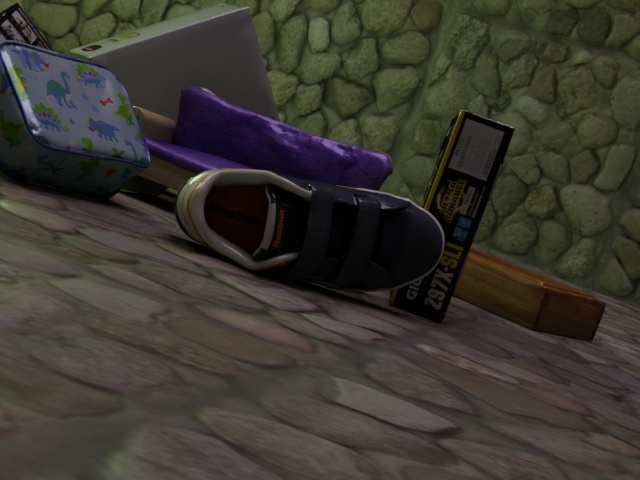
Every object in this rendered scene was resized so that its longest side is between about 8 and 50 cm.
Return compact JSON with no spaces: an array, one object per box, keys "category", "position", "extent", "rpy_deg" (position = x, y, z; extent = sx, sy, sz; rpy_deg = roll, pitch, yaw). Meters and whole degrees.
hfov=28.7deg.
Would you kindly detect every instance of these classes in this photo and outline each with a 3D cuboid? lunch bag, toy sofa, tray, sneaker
[{"category":"lunch bag","position":[-0.319,-0.149,1.533],"extent":[0.219,0.090,0.176],"rpy_deg":[7,53,-56]},{"category":"toy sofa","position":[-0.091,-0.094,1.743],"extent":[0.362,0.177,0.150],"rpy_deg":[22,5,16]},{"category":"tray","position":[0.238,0.050,2.045],"extent":[0.411,0.076,0.203],"rpy_deg":[22,5,39]},{"category":"sneaker","position":[-0.009,-0.008,1.427],"extent":[0.321,0.126,0.127],"rpy_deg":[8,2,-6]}]

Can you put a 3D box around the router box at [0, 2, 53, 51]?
[{"category":"router box","position":[-0.381,-0.211,1.648],"extent":[0.179,0.046,0.133],"rpy_deg":[56,21,-20]}]

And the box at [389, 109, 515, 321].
[{"category":"box","position":[0.171,-0.039,1.676],"extent":[0.079,0.257,0.322],"rpy_deg":[19,5,3]}]

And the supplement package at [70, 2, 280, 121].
[{"category":"supplement package","position":[-0.224,-0.234,1.948],"extent":[0.262,0.204,0.145],"rpy_deg":[-21,20,-18]}]
